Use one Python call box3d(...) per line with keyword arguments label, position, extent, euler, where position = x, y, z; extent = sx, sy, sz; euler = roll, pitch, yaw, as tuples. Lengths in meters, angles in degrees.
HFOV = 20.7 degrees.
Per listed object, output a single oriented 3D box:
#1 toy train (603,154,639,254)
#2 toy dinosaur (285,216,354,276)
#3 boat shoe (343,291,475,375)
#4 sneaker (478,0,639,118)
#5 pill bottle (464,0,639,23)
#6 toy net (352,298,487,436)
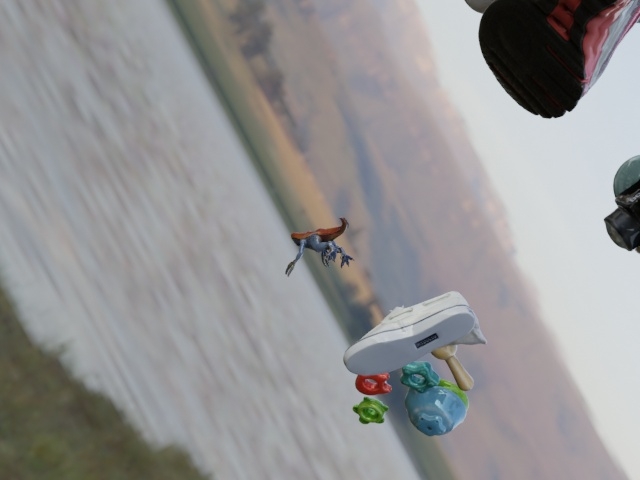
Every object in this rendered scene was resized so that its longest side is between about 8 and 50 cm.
box3d(label="toy train", position=(0.504, -0.072, 2.106), extent=(0.190, 0.334, 0.142), euler=(52, -3, -13))
box3d(label="toy dinosaur", position=(0.000, 0.000, 1.779), extent=(0.047, 0.090, 0.082), euler=(5, 25, -40))
box3d(label="boat shoe", position=(0.061, 0.065, 1.269), extent=(0.035, 0.100, 0.035), euler=(-111, 175, -47))
box3d(label="sneaker", position=(0.239, -0.208, 1.443), extent=(0.116, 0.136, 0.314), euler=(53, -28, 12))
box3d(label="pill bottle", position=(0.233, -0.256, 1.642), extent=(0.112, 0.187, 0.112), euler=(-13, -105, 61))
box3d(label="toy net", position=(0.106, 0.121, 1.813), extent=(0.232, 0.122, 0.045), euler=(101, 8, -46))
